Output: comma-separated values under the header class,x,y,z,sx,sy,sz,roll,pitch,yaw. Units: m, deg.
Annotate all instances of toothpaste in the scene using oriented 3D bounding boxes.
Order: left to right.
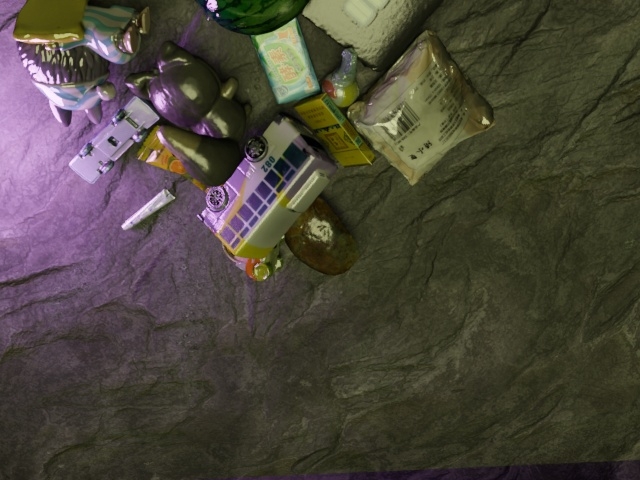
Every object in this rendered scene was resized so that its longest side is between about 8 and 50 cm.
class,x,y,z,sx,sy,sz,roll,pitch,yaw
toothpaste,-0.610,-0.104,2.013,0.218,0.033,0.052,-34,122,12

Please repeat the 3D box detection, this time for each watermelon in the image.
class,x,y,z,sx,sy,sz,roll,pitch,yaw
watermelon,-0.180,-0.719,1.512,0.362,0.363,0.364,-2,121,-4

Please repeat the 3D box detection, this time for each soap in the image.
class,x,y,z,sx,sy,sz,roll,pitch,yaw
soap,-0.107,-0.559,1.758,0.156,0.077,0.293,-20,120,7

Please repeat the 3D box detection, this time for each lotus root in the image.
class,x,y,z,sx,sy,sz,roll,pitch,yaw
lotus root,0.004,0.000,2.039,0.210,0.142,0.314,-47,123,-3

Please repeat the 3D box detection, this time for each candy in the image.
class,x,y,z,sx,sy,sz,roll,pitch,yaw
candy,-0.438,-0.260,1.887,0.297,0.081,0.187,30,134,-23

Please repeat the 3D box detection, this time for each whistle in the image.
class,x,y,z,sx,sy,sz,roll,pitch,yaw
whistle,0.063,-0.494,1.762,0.122,0.123,0.223,5,148,-8

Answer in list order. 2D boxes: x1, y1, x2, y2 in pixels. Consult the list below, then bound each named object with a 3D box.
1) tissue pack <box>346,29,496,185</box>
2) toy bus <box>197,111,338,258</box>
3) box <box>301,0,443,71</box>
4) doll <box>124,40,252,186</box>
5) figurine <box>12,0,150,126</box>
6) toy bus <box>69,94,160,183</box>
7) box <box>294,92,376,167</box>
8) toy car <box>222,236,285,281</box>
class,x,y,z,sx,sy,sz,roll,pitch,yaw
tissue pack,0.321,-0.404,1.822,0.375,0.195,0.390,-40,116,13
toy bus,-0.156,-0.165,1.838,0.249,0.209,0.440,45,103,21
box,0.149,-0.723,1.678,0.359,0.091,0.350,32,112,-21
doll,-0.363,-0.383,1.670,0.382,0.379,0.252,32,115,-32
figurine,-0.660,-0.504,1.667,0.361,0.266,0.378,10,144,5
toy bus,-0.645,-0.330,1.812,0.329,0.136,0.109,-38,119,16
box,0.050,-0.351,1.861,0.279,0.153,0.041,48,66,-26
toy car,-0.248,0.026,2.063,0.235,0.145,0.235,4,104,16
